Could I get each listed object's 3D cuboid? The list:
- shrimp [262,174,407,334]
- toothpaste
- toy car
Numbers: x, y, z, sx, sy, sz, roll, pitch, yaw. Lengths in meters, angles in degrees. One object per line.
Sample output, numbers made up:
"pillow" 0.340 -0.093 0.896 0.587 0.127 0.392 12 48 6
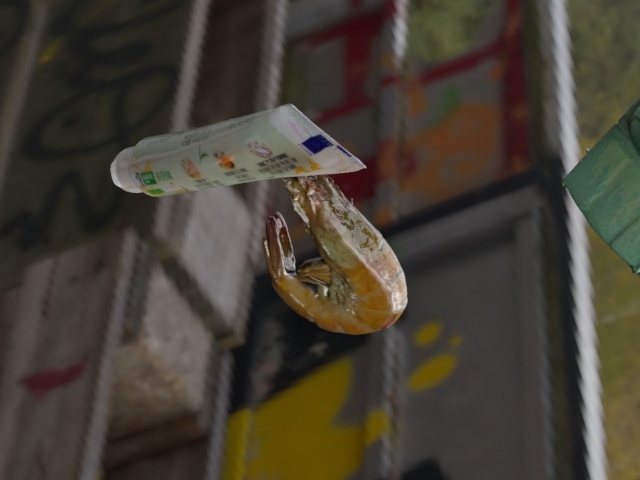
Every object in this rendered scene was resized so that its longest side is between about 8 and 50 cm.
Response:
"shrimp" 0.000 0.000 1.945 0.068 0.150 0.249 -63 138 -52
"toothpaste" -0.080 -0.067 1.492 0.058 0.314 0.056 -11 93 -33
"toy car" 0.365 -0.115 1.774 0.141 0.321 0.097 53 27 19
